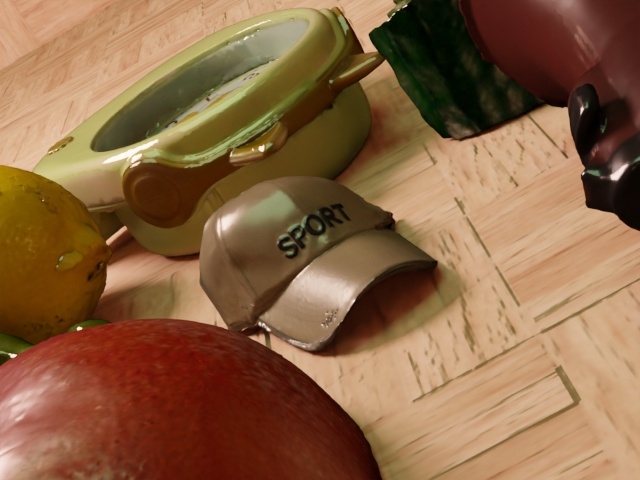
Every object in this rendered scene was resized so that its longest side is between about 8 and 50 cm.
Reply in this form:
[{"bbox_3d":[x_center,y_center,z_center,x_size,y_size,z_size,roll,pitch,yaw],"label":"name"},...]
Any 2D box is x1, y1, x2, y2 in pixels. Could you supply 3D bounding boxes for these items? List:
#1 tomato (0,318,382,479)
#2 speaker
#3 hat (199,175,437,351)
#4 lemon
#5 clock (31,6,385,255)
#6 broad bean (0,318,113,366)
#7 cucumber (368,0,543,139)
[{"bbox_3d":[-0.133,0.144,0.654,0.338,0.143,0.338,-29,18,11],"label":"tomato"},{"bbox_3d":[0.244,-0.093,0.745,0.259,0.198,0.329,5,33,-15],"label":"speaker"},{"bbox_3d":[0.000,0.000,0.876,0.147,0.085,0.175,-36,20,-16],"label":"hat"},{"bbox_3d":[-0.266,0.021,1.080,0.206,0.173,0.173,-8,29,28],"label":"lemon"},{"bbox_3d":[-0.085,-0.096,1.175,0.286,0.117,0.348,-42,24,-27],"label":"clock"},{"bbox_3d":[-0.202,0.084,0.908,0.292,0.144,0.049,2,68,40],"label":"broad bean"},{"bbox_3d":[0.141,-0.186,1.060,0.191,0.130,0.191,-28,16,9],"label":"cucumber"}]
